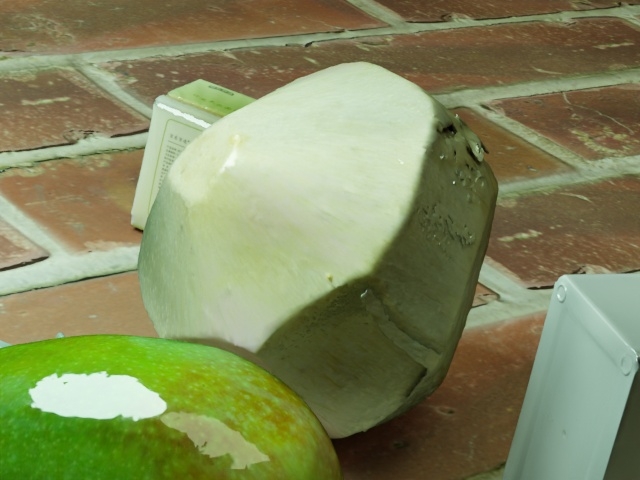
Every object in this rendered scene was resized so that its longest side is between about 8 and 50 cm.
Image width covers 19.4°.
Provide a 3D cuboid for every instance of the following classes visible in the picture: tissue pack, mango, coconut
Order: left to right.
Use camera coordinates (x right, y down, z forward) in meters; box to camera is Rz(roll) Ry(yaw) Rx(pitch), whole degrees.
[{"bbox_3d":[-0.158,0.172,1.455,0.382,0.201,0.225,11,36,24],"label":"mango"},{"bbox_3d":[-0.070,-0.058,2.029,0.234,0.159,0.125,21,25,17],"label":"tissue pack"},{"bbox_3d":[0.000,0.000,1.695,0.352,0.353,0.352,11,24,-5],"label":"coconut"},{"bbox_3d":[0.265,0.167,1.612,0.136,0.246,0.159,1,28,-21],"label":"tissue pack"}]

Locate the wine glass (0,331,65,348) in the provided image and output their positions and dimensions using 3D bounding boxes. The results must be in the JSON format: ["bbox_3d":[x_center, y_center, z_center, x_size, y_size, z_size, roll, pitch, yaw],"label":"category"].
[{"bbox_3d":[-0.308,0.108,1.666,0.155,0.073,0.073,7,25,-21],"label":"wine glass"}]
